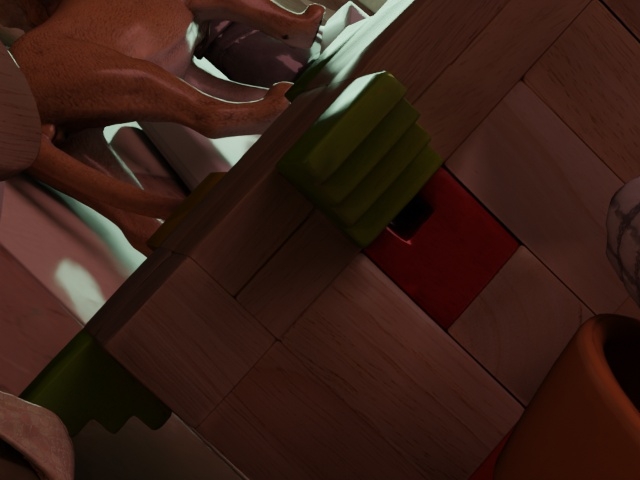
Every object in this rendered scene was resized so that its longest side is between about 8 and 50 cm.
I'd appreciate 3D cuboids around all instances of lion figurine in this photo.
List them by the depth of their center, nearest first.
[{"bbox_3d":[-0.136,-0.116,1.039,0.240,0.142,0.392,20,20,-3],"label":"lion figurine"}]

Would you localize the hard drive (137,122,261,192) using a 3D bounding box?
[{"bbox_3d":[0.000,0.000,1.169,0.203,0.040,0.307,23,18,-42],"label":"hard drive"}]

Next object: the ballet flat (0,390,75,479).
[{"bbox_3d":[-0.154,0.064,0.557,0.168,0.057,0.052,25,27,-36],"label":"ballet flat"}]

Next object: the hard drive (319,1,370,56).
[{"bbox_3d":[0.140,-0.054,1.474,0.353,0.047,0.233,38,28,-20],"label":"hard drive"}]

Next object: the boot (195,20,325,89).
[{"bbox_3d":[-0.052,-0.218,1.622,0.223,0.118,0.338,35,14,5],"label":"boot"}]

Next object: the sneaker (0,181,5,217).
[{"bbox_3d":[-0.235,-0.077,0.734,0.126,0.127,0.321,15,48,-41],"label":"sneaker"}]

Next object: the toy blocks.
[{"bbox_3d":[0.094,0.023,0.684,0.261,0.381,0.191,44,-8,-11],"label":"toy blocks"}]

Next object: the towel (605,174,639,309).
[{"bbox_3d":[0.253,0.067,0.511,0.284,0.121,0.235,28,16,-28],"label":"towel"}]

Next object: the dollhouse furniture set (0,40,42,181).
[{"bbox_3d":[-0.150,0.025,0.391,0.161,0.212,0.242,4,60,-62],"label":"dollhouse furniture set"}]

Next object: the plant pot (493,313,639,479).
[{"bbox_3d":[0.147,0.190,0.525,0.291,0.203,0.291,34,13,-9],"label":"plant pot"}]
